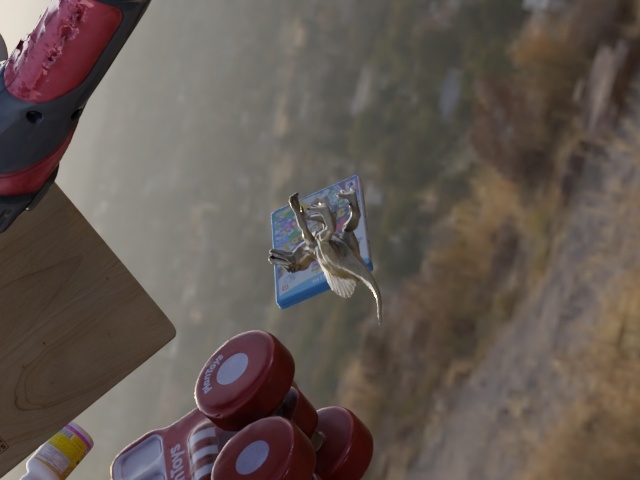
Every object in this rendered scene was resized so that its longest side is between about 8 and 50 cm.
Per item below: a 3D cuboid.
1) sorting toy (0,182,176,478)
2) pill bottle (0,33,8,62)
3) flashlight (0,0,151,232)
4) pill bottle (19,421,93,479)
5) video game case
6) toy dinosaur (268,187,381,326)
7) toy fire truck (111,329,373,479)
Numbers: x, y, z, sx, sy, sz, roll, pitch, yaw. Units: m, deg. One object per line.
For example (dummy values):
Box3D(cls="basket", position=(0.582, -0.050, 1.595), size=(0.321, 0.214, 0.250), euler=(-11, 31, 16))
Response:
Box3D(cls="sorting toy", position=(-0.305, 0.065, 1.594), size=(0.257, 0.255, 0.089), euler=(-39, 0, -42))
Box3D(cls="pill bottle", position=(-0.372, -0.197, 1.669), size=(0.186, 0.112, 0.112), euler=(47, 127, 46))
Box3D(cls="flashlight", position=(-0.175, -0.123, 1.142), size=(0.304, 0.103, 0.103), euler=(-49, 23, 46))
Box3D(cls="pill bottle", position=(-0.280, 0.233, 1.895), size=(0.083, 0.043, 0.043), euler=(-50, 0, -25))
Box3D(cls="video game case", position=(0.000, 0.000, 2.082), size=(0.015, 0.119, 0.166), euler=(56, -162, -36))
Box3D(cls="toy dinosaur", position=(0.017, 0.008, 1.498), size=(0.183, 0.053, 0.092), euler=(22, 126, 57))
Box3D(cls="toy fire truck", position=(-0.085, 0.252, 1.689), size=(0.254, 0.169, 0.302), euler=(-35, 34, 14))
